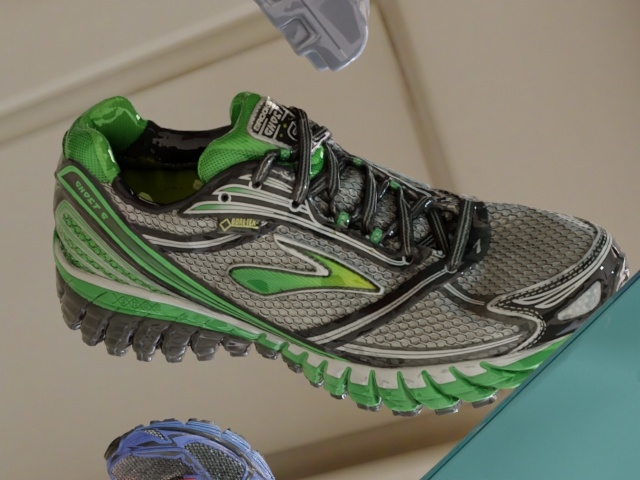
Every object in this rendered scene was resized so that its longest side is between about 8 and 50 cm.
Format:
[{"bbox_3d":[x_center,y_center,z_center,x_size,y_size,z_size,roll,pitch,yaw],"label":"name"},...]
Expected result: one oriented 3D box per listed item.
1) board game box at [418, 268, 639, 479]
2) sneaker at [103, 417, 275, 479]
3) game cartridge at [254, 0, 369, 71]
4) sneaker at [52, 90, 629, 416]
[{"bbox_3d":[0.208,0.071,0.499,0.254,0.336,0.079,51,13,26],"label":"board game box"},{"bbox_3d":[-0.059,0.205,1.320,0.221,0.083,0.087,33,32,-15],"label":"sneaker"},{"bbox_3d":[-0.068,-0.245,1.136,0.294,0.060,0.196,51,9,-15],"label":"game cartridge"},{"bbox_3d":[0.000,0.000,1.027,0.134,0.343,0.146,-63,154,-52],"label":"sneaker"}]
